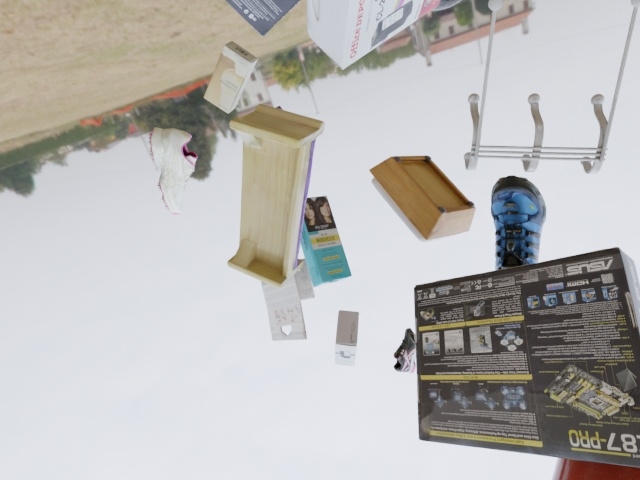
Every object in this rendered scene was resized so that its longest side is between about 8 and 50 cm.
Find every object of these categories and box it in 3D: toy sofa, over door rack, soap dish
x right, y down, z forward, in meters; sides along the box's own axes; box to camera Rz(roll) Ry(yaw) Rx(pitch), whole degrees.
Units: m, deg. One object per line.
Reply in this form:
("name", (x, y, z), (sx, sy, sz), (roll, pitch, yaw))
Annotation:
("toy sofa", (-0.091, -0.095, 0.891), (0.150, 0.363, 0.177), (20, -146, 16))
("over door rack", (0.392, -0.280, 0.705), (0.239, 0.324, 0.108), (3, -149, 8))
("soap dish", (0.314, -0.138, 1.240), (0.228, 0.118, 0.291), (-10, -124, -40))

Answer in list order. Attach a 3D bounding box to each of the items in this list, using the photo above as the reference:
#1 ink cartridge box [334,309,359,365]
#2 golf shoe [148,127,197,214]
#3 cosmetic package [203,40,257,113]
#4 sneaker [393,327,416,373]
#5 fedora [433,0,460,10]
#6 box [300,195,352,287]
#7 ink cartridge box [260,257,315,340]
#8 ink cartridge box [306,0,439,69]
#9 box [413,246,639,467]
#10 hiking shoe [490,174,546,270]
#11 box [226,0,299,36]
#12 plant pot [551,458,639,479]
("ink cartridge box", (0.107, 0.398, 1.665), (0.086, 0.208, 0.153), (5, -129, 4))
("golf shoe", (-0.479, -0.226, 1.376), (0.140, 0.306, 0.115), (-7, -146, -11))
("cosmetic package", (-0.173, -0.311, 0.784), (0.115, 0.060, 0.041), (-53, -169, 36))
("sneaker", (0.304, 0.405, 1.475), (0.077, 0.178, 0.072), (-2, -166, -12))
("fedora", (0.236, -0.618, 0.749), (0.334, 0.334, 0.152), (-30, -117, -22))
("box", (0.000, 0.000, 1.143), (0.100, 0.244, 0.060), (-10, 166, -32))
("ink cartridge box", (-0.115, 0.220, 1.460), (0.066, 0.261, 0.296), (-8, 172, -31))
("ink cartridge box", (0.073, -0.311, 0.491), (0.175, 0.072, 0.127), (-38, 168, -11))
("box", (0.358, 0.210, 0.742), (0.394, 0.097, 0.318), (-20, -122, 44))
("hiking shoe", (0.446, 0.002, 0.916), (0.113, 0.304, 0.132), (-4, -144, 31))
("box", (-0.152, -0.846, 1.173), (0.312, 0.179, 0.343), (-32, -118, 22))
("plant pot", (0.524, 0.426, 0.690), (0.272, 0.272, 0.265), (2, -128, 41))
